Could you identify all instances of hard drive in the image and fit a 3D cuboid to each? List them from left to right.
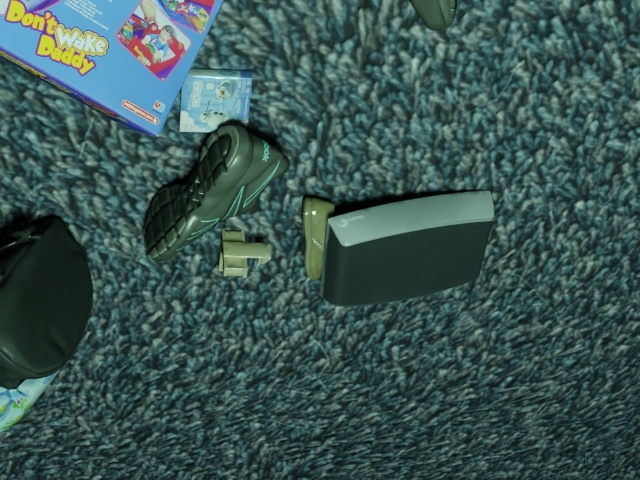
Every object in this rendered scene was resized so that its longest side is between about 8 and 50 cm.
[{"bbox_3d":[0.130,0.017,1.570,0.255,0.054,0.172,-10,135,-17],"label":"hard drive"}]

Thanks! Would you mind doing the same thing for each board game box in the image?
[{"bbox_3d":[-0.263,-0.287,1.076,0.347,0.078,0.233,30,83,-39],"label":"board game box"},{"bbox_3d":[-0.137,-0.181,1.395,0.090,0.020,0.090,1,133,-9],"label":"board game box"}]

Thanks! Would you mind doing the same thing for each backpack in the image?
[{"bbox_3d":[-0.494,0.163,1.490,0.355,0.290,0.273,-19,115,17],"label":"backpack"}]

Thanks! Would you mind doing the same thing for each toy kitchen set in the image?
[{"bbox_3d":[-0.111,0.036,1.561,0.068,0.083,0.075,2,133,-10],"label":"toy kitchen set"}]

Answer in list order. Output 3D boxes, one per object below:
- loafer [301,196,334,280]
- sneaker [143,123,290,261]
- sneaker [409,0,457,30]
[{"bbox_3d":[0.000,0.000,1.563,0.050,0.056,0.148,-2,134,2],"label":"loafer"},{"bbox_3d":[-0.147,-0.048,1.466,0.106,0.101,0.267,13,140,-39],"label":"sneaker"},{"bbox_3d":[0.073,-0.357,1.220,0.130,0.109,0.286,-16,127,20],"label":"sneaker"}]
